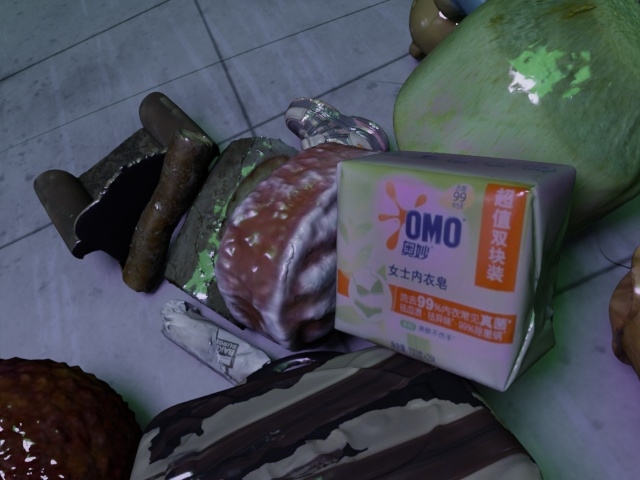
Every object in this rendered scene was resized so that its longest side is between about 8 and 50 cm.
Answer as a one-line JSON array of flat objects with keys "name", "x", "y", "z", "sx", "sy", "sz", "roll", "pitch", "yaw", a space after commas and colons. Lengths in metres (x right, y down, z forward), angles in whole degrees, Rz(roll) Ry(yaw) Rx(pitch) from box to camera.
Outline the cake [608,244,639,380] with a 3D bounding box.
[{"name": "cake", "x": 0.416, "y": 0.029, "z": 0.464, "sx": 0.332, "sy": 0.332, "sz": 0.321, "roll": -12, "pitch": 55, "yaw": 9}]

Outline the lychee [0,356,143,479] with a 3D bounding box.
[{"name": "lychee", "x": -0.330, "y": 0.256, "z": 0.598, "sx": 0.260, "sy": 0.261, "sz": 0.261, "roll": -8, "pitch": 58, "yaw": 12}]

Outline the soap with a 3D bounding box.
[{"name": "soap", "x": 0.123, "y": 0.012, "z": 0.523, "sx": 0.199, "sy": 0.182, "sz": 0.138, "roll": 14, "pitch": 20, "yaw": 38}]

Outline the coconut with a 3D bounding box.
[{"name": "coconut", "x": 0.236, "y": -0.142, "z": 0.658, "sx": 0.281, "sy": 0.328, "sz": 0.329, "roll": 3, "pitch": 48, "yaw": -32}]

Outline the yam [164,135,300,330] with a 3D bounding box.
[{"name": "yam", "x": -0.115, "y": -0.014, "z": 0.756, "sx": 0.153, "sy": 0.154, "sz": 0.255, "roll": 14, "pitch": 69, "yaw": 24}]

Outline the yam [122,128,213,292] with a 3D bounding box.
[{"name": "yam", "x": -0.222, "y": -0.037, "z": 0.765, "sx": 0.061, "sy": 0.061, "sz": 0.253, "roll": 44, "pitch": 117, "yaw": 33}]

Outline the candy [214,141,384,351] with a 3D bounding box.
[{"name": "candy", "x": 0.000, "y": 0.000, "z": 0.656, "sx": 0.157, "sy": 0.215, "sz": 0.289, "roll": 21, "pitch": 42, "yaw": 28}]

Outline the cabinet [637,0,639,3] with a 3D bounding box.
[{"name": "cabinet", "x": 0.495, "y": -0.379, "z": 0.708, "sx": 0.317, "sy": 0.290, "sz": 0.228, "roll": -17, "pitch": 56, "yaw": 7}]

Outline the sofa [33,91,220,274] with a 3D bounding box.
[{"name": "sofa", "x": -0.299, "y": -0.105, "z": 0.840, "sx": 0.258, "sy": 0.182, "sz": 0.200, "roll": -40, "pitch": 56, "yaw": -9}]

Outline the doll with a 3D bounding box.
[{"name": "doll", "x": 0.228, "y": -0.366, "z": 0.808, "sx": 0.177, "sy": 0.261, "sz": 0.162, "roll": -35, "pitch": 86, "yaw": -5}]

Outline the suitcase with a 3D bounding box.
[{"name": "suitcase", "x": 0.002, "y": 0.232, "z": 0.509, "sx": 0.351, "sy": 0.194, "sz": 0.339, "roll": -15, "pitch": 19, "yaw": -6}]

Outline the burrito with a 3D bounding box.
[{"name": "burrito", "x": -0.140, "y": 0.139, "z": 0.717, "sx": 0.203, "sy": 0.064, "sz": 0.064, "roll": 27, "pitch": 70, "yaw": 28}]

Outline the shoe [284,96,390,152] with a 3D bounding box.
[{"name": "shoe", "x": 0.013, "y": -0.146, "z": 0.834, "sx": 0.180, "sy": 0.089, "sz": 0.092, "roll": 26, "pitch": 71, "yaw": 20}]
